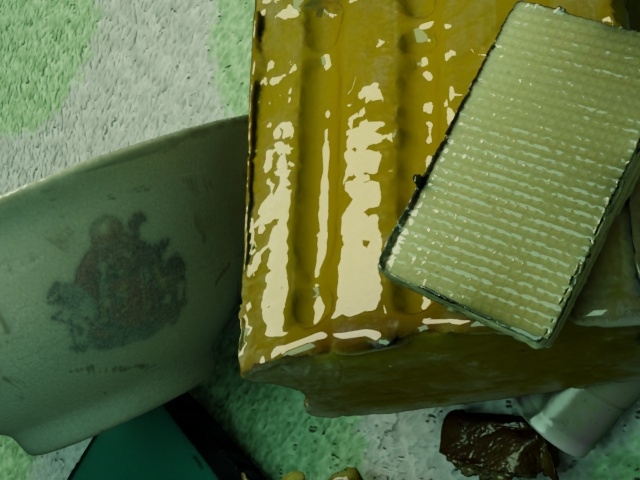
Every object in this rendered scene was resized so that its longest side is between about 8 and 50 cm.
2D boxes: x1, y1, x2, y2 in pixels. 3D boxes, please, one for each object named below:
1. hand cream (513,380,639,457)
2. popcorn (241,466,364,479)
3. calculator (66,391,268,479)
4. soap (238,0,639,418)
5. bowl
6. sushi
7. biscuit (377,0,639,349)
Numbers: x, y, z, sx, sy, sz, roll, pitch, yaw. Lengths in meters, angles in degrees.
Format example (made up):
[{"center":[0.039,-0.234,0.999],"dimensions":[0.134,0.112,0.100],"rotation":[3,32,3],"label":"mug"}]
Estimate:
[{"center":[0.259,0.018,0.780],"dimensions":[0.312,0.070,0.111],"rotation":[-55,43,15],"label":"hand cream"},{"center":[0.014,0.286,0.875],"dimensions":[0.168,0.173,0.195],"rotation":[-150,67,-81],"label":"popcorn"},{"center":[-0.148,0.290,1.071],"dimensions":[0.274,0.058,0.248],"rotation":[41,108,35],"label":"calculator"},{"center":[0.094,-0.057,0.804],"dimensions":[0.293,0.156,0.335],"rotation":[-11,61,22],"label":"soap"},{"center":[-0.213,0.064,0.978],"dimensions":[0.434,0.435,0.196],"rotation":[-22,92,35],"label":"bowl"},{"center":[0.139,0.162,0.863],"dimensions":[0.120,0.052,0.055],"rotation":[-1,84,39],"label":"sushi"},{"center":[0.128,-0.043,0.669],"dimensions":[0.121,0.040,0.199],"rotation":[24,79,27],"label":"biscuit"}]
